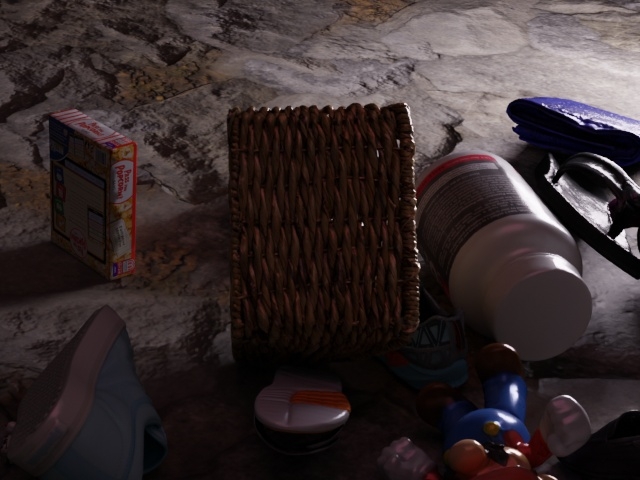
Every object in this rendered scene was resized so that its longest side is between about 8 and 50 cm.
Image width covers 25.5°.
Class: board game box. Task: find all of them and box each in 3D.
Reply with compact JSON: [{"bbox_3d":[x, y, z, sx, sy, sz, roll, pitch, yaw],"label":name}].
[{"bbox_3d":[-0.309,-0.062,1.909,0.045,0.193,0.147,-19,36,-39],"label":"board game box"}]

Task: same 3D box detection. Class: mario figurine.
[{"bbox_3d":[0.165,0.208,1.464,0.170,0.198,0.320,14,22,-8],"label":"mario figurine"}]

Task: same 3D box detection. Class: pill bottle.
[{"bbox_3d":[0.235,0.020,1.849,0.176,0.176,0.318,-3,27,-14],"label":"pill bottle"}]

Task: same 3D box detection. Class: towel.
[{"bbox_3d":[0.439,-0.170,2.298,0.228,0.076,0.308,21,13,19],"label":"towel"}]

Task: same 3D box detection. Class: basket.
[{"bbox_3d":[0.000,0.000,1.717,0.223,0.299,0.213,-2,-14,-3],"label":"basket"}]

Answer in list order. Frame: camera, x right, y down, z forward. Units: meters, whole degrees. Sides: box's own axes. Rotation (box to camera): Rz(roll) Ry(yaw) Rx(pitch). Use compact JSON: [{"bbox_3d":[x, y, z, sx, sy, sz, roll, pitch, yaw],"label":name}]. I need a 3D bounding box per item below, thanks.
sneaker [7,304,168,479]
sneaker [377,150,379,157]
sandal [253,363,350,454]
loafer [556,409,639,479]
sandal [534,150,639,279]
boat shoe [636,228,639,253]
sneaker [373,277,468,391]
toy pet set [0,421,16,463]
[{"bbox_3d":[-0.238,0.192,1.540,0.150,0.135,0.366,42,14,-12],"label":"sneaker"},{"bbox_3d":[-0.001,-0.120,2.143,0.182,0.127,0.315,11,29,9],"label":"sneaker"},{"bbox_3d":[-0.018,0.200,1.584,0.102,0.076,0.265,10,6,4],"label":"sandal"},{"bbox_3d":[0.332,0.219,1.512,0.076,0.078,0.223,-1,-1,-27],"label":"loafer"},{"bbox_3d":[0.386,-0.069,1.992,0.167,0.107,0.446,37,14,-9],"label":"sandal"},{"bbox_3d":[0.492,0.054,1.878,0.113,0.127,0.340,4,33,-22],"label":"boat shoe"},{"bbox_3d":[0.087,0.081,1.761,0.262,0.125,0.104,26,34,36],"label":"sneaker"},{"bbox_3d":[-0.384,0.210,1.506,0.122,0.065,0.114,3,27,-2],"label":"toy pet set"}]
